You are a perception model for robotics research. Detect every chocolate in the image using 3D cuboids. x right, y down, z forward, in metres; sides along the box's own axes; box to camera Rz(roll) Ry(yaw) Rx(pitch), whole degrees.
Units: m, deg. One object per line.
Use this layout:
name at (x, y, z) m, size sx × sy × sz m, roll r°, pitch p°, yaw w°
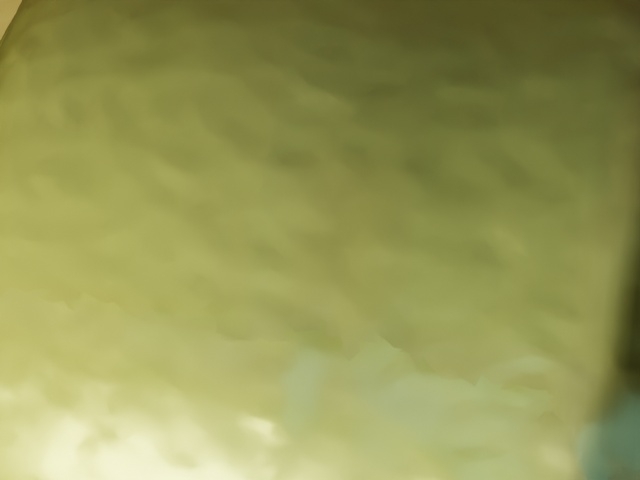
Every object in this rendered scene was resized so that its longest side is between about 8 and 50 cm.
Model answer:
chocolate at (0.000, 0.000, 0.499) m, size 0.297 × 0.314 × 0.326 m, roll 24°, pitch 72°, yaw 6°
